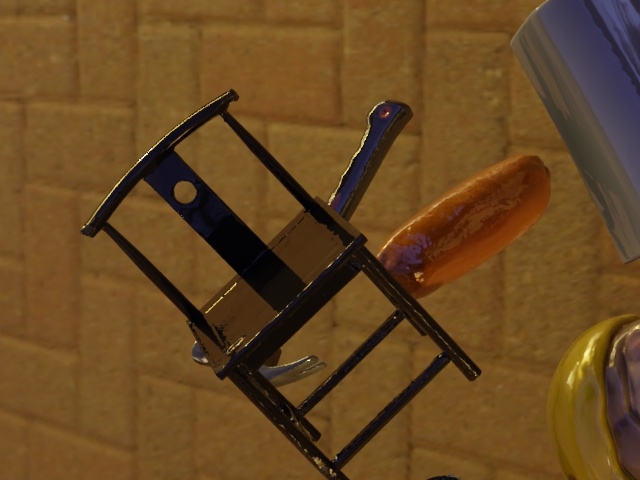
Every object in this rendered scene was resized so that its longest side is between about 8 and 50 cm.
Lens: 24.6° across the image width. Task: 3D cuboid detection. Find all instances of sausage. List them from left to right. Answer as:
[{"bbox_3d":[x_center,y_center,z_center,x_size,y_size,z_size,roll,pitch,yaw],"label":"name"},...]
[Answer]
[{"bbox_3d":[0.164,-0.015,1.652,0.098,0.238,0.098,49,163,21],"label":"sausage"}]

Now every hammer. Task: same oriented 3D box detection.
[{"bbox_3d":[0.000,0.000,1.285,0.111,0.033,0.288,21,76,28],"label":"hammer"}]

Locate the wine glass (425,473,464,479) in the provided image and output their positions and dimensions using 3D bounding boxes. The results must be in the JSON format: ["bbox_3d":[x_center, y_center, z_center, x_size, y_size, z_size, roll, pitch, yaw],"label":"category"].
[{"bbox_3d":[0.146,0.302,1.408,0.111,0.204,0.111,-15,55,22],"label":"wine glass"}]

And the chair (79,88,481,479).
[{"bbox_3d":[-0.028,0.037,1.076,0.154,0.260,0.141,-44,20,-2],"label":"chair"}]

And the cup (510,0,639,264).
[{"bbox_3d":[0.172,-0.070,0.676,0.129,0.128,0.095,61,174,4],"label":"cup"}]

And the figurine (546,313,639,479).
[{"bbox_3d":[0.339,0.123,1.177,0.343,0.187,0.215,-36,88,39],"label":"figurine"}]
